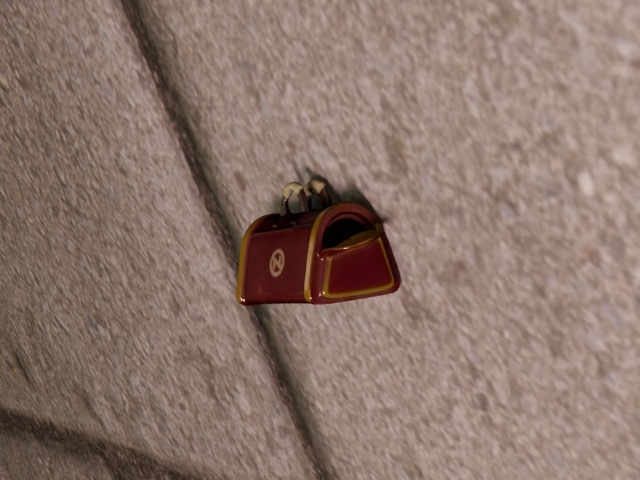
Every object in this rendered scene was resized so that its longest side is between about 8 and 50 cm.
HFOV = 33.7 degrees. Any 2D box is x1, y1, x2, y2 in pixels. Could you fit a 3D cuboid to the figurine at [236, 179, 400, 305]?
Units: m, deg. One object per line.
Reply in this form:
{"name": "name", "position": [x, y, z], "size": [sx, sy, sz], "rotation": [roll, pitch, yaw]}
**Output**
{"name": "figurine", "position": [0.000, 0.000, 0.817], "size": [0.154, 0.082, 0.098], "rotation": [-10, 85, 57]}
